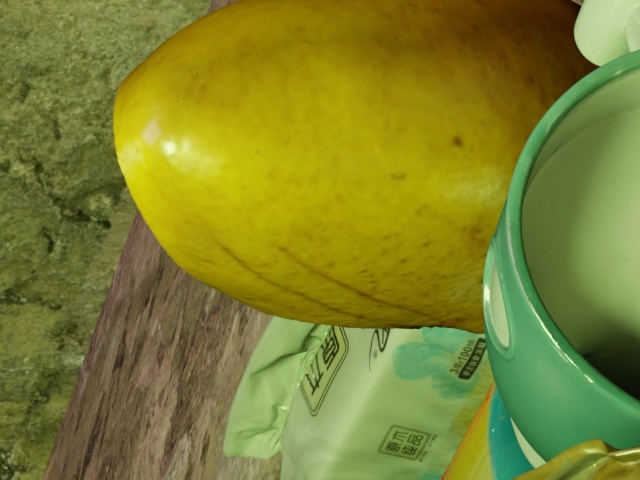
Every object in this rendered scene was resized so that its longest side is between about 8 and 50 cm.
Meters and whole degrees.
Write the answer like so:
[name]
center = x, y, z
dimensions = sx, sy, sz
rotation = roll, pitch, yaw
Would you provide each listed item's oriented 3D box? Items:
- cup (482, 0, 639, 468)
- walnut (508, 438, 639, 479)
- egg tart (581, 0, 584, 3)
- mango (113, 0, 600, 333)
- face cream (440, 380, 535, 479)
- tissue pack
[cup]
center = 0.137, 0.032, 0.706
dimensions = 0.173, 0.168, 0.299
rotation = 106, 159, -66
[walnut]
center = 0.141, 0.160, 0.522
dimensions = 0.204, 0.141, 0.238
rotation = -31, 42, 5
[egg tart]
center = 0.205, -0.223, 0.804
dimensions = 0.315, 0.120, 0.314
rotation = -167, 90, -78
[mango]
center = 0.035, -0.047, 0.868
dimensions = 0.199, 0.350, 0.201
rotation = -50, 64, 20
[face cream]
center = 0.072, 0.203, 0.989
dimensions = 0.139, 0.067, 0.285
rotation = -96, 24, -53
[tissue pack]
center = 0.032, 0.068, 1.148
dimensions = 0.159, 0.145, 0.229
rotation = -88, 18, -49
